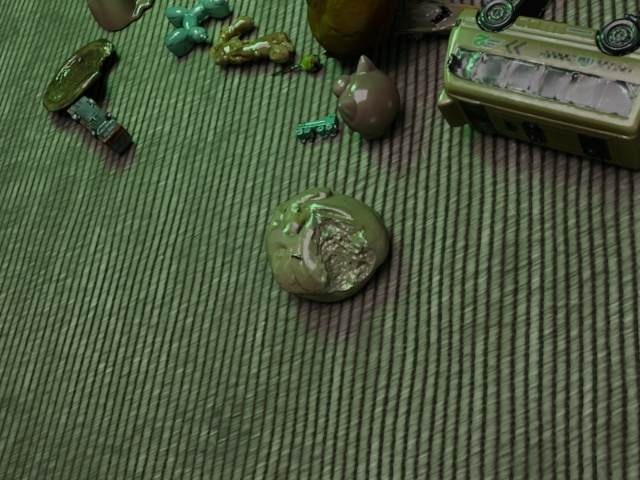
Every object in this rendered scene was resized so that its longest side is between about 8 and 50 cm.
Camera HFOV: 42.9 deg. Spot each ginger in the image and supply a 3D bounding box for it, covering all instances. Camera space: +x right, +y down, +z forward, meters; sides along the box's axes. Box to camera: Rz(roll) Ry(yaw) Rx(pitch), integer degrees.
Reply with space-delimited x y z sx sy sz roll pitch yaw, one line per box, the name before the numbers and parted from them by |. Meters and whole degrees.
ginger | -0.152 -0.416 1.758 0.176 0.052 0.193 -28 48 10

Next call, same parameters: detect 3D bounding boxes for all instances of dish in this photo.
dish | -0.501 -0.632 2.016 0.213 0.090 0.213 -12 60 21

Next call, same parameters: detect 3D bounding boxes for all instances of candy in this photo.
candy | -0.054 -0.359 1.692 0.123 0.035 0.035 -8 101 32

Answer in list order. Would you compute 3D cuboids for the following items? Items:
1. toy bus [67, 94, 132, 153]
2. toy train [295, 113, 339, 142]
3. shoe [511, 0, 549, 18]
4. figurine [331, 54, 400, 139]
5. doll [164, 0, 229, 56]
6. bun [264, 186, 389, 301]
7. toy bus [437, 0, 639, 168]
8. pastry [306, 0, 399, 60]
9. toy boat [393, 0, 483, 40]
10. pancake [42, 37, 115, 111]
toy bus | -0.494 -0.261 1.828 0.065 0.077 0.192 -49 52 -6
toy train | -0.007 -0.220 1.597 0.092 0.029 0.045 -6 55 25
shoe | 0.379 -0.438 1.503 0.159 0.062 0.053 -52 42 -5
figurine | 0.084 -0.257 1.505 0.125 0.138 0.125 -16 57 26
doll | -0.282 -0.509 1.864 0.158 0.059 0.159 -12 59 23
bun | 0.000 0.000 1.423 0.237 0.116 0.210 10 70 31
toy bus | 0.378 -0.255 1.335 0.365 0.177 0.202 21 81 32
pastry | 0.057 -0.522 1.546 0.163 0.356 0.356 -1 59 -10
toy boat | 0.239 -0.425 1.559 0.210 0.066 0.084 7 69 28
pancake | -0.580 -0.394 1.946 0.211 0.029 0.235 -23 42 23
